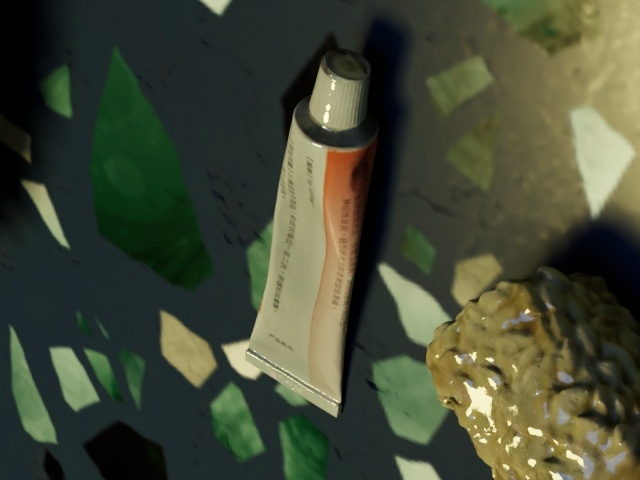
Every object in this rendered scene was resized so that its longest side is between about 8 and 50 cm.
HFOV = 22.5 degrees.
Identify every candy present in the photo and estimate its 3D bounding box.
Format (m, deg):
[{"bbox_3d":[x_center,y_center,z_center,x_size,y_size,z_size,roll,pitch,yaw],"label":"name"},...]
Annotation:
[{"bbox_3d":[0.101,0.069,0.667,0.095,0.085,0.110,-46,69,40],"label":"candy"}]

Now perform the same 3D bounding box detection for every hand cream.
[{"bbox_3d":[0.000,0.001,0.755,0.216,0.038,0.052,100,148,-46],"label":"hand cream"}]
